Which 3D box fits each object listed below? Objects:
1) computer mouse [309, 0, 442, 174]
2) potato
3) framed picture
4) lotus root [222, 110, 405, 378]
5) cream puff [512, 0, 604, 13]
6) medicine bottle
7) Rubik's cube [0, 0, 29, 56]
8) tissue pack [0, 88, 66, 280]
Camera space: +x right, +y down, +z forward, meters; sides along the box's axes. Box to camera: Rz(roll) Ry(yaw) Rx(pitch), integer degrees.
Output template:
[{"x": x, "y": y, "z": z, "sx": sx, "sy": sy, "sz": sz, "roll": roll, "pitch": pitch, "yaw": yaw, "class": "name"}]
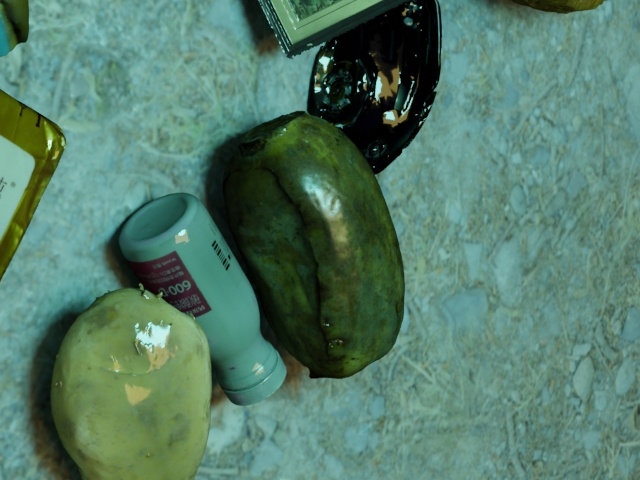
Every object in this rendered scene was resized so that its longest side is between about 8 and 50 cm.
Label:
[{"x": 0.072, "y": -0.180, "z": 1.725, "sx": 0.146, "sy": 0.077, "sz": 0.241, "roll": 15, "pitch": 84, "yaw": -44, "class": "computer mouse"}, {"x": -0.170, "y": 0.150, "z": 1.523, "sx": 0.161, "sy": 0.128, "sz": 0.235, "roll": -32, "pitch": 122, "yaw": -18, "class": "potato"}, {"x": -0.006, "y": -0.305, "z": 1.645, "sx": 0.195, "sy": 0.010, "sz": 0.199, "roll": -31, "pitch": 98, "yaw": -36, "class": "framed picture"}, {"x": 0.000, "y": 0.000, "z": 1.628, "sx": 0.152, "sy": 0.160, "sz": 0.275, "roll": -31, "pitch": 116, "yaw": -24, "class": "lotus root"}, {"x": 0.275, "y": -0.395, "z": 1.787, "sx": 0.303, "sy": 0.212, "sz": 0.303, "roll": -43, "pitch": 159, "yaw": -21, "class": "cream puff"}, {"x": -0.109, "y": 0.061, "z": 1.581, "sx": 0.090, "sy": 0.090, "sz": 0.216, "roll": -46, "pitch": 124, "yaw": -28, "class": "medicine bottle"}, {"x": -0.340, "y": -0.251, "z": 1.188, "sx": 0.254, "sy": 0.254, "sz": 0.254, "roll": -7, "pitch": 100, "yaw": -42, "class": "Rubik's cube"}, {"x": -0.341, "y": -0.067, "z": 1.351, "sx": 0.226, "sy": 0.092, "sz": 0.183, "roll": 34, "pitch": 73, "yaw": -39, "class": "tissue pack"}]
